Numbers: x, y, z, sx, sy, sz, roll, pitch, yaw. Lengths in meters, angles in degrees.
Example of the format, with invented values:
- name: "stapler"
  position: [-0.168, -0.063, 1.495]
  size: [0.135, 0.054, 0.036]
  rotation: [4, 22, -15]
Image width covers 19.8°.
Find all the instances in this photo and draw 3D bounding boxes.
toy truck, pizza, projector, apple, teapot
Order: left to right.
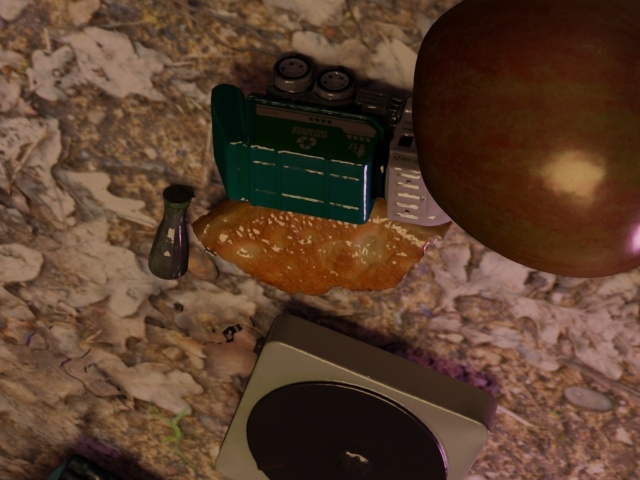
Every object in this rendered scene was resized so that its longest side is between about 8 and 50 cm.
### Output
- name: "teapot"
  position: [-0.153, -0.011, 1.905]
  size: [0.043, 0.043, 0.111]
  rotation: [16, 131, 4]
- name: "pizza"
  position: [0.002, -0.005, 1.843]
  size: [0.271, 0.056, 0.134]
  rotation: [-9, 127, 25]
- name: "toy truck"
  position: [0.018, -0.087, 1.715]
  size: [0.253, 0.124, 0.114]
  rotation: [12, 137, 11]
- name: "projector"
  position: [0.036, 0.210, 2.020]
  size: [0.259, 0.079, 0.257]
  rotation: [22, 135, -2]
- name: "apple"
  position: [0.196, -0.098, 1.543]
  size: [0.234, 0.257, 0.257]
  rotation: [5, 134, 12]

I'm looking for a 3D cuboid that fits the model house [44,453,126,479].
- name: "model house"
  position: [-0.278, 0.372, 2.242]
  size: [0.261, 0.226, 0.241]
  rotation: [33, 97, -18]
